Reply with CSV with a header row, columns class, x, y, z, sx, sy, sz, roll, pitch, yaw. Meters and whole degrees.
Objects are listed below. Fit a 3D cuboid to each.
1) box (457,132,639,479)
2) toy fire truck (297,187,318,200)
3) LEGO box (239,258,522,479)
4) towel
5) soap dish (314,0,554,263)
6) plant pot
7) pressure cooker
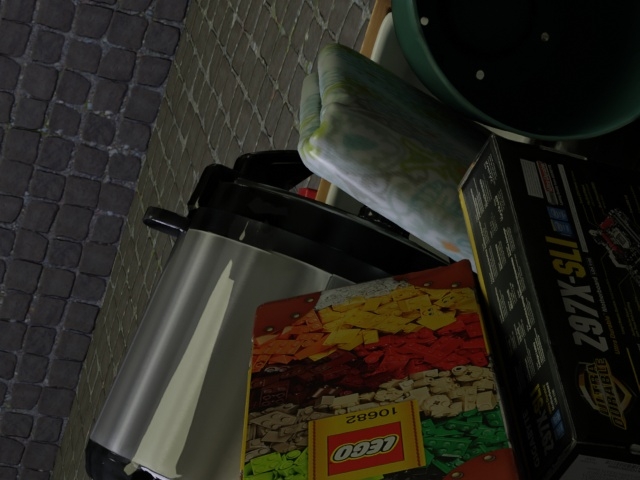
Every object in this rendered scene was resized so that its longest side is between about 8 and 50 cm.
class,x,y,z,sx,sy,sz,roll,pitch,yaw
box,0.260,0.072,1.212,0.322,0.257,0.079,-99,27,-43
toy fire truck,0.000,0.000,2.299,0.192,0.047,0.135,-145,69,-68
LEGO box,0.089,0.324,1.208,0.372,0.193,0.500,-91,-12,-66
towel,0.125,-0.059,1.482,0.090,0.320,0.374,-59,9,14
soap dish,0.133,-0.119,1.751,0.118,0.229,0.291,-87,13,-75
plant pot,0.202,-0.246,1.538,0.235,0.293,0.293,-163,85,-78
pressure cooker,-0.003,0.124,1.581,0.375,0.370,0.420,16,81,41
